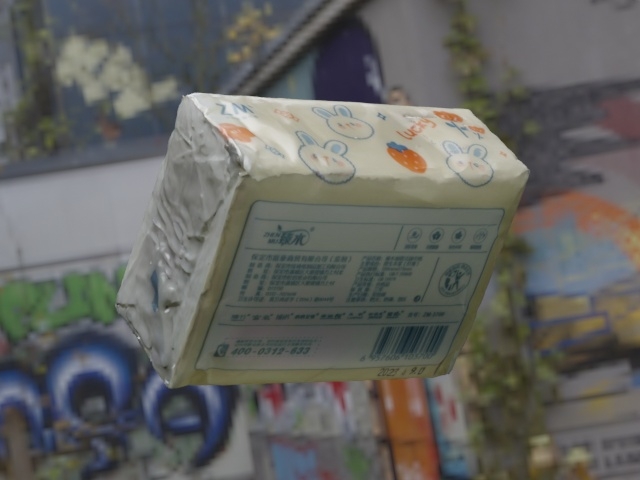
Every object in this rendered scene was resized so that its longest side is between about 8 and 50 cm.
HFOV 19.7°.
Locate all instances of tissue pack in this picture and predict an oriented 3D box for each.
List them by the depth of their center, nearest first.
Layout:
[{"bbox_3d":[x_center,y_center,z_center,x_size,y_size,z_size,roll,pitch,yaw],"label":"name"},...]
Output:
[{"bbox_3d":[0.000,0.000,1.022,0.196,0.148,0.092,0,32,-36],"label":"tissue pack"}]
